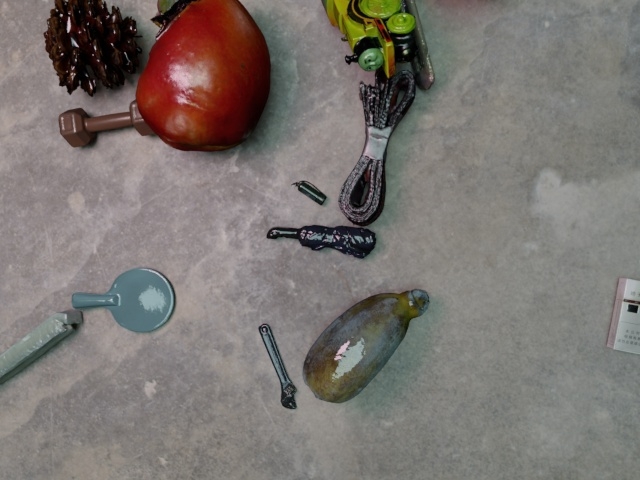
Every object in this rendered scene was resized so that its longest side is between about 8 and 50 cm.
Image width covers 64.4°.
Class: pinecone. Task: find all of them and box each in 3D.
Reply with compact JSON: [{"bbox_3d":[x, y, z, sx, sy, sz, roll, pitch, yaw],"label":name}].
[{"bbox_3d":[-0.500,-0.437,1.130,0.221,0.221,0.221,0,89,5],"label":"pinecone"}]

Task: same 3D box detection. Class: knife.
[{"bbox_3d":[0.192,-0.509,1.123,0.043,0.089,0.365,-13,90,-7],"label":"knife"}]

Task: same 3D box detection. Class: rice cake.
[{"bbox_3d":[-0.713,0.270,1.209,0.336,0.066,0.063,-33,86,3],"label":"rice cake"}]

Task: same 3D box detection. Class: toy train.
[{"bbox_3d":[0.101,-0.465,1.075,0.160,0.100,0.296,-19,59,1],"label":"toy train"}]

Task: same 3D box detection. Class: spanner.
[{"bbox_3d":[-0.099,0.292,1.177,0.046,0.012,0.208,-22,87,6],"label":"spanner"}]

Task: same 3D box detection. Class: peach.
[{"bbox_3d":[-0.243,-0.360,1.071,0.281,0.281,0.338,2,94,5],"label":"peach"}]

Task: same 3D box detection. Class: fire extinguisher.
[{"bbox_3d":[-0.025,-0.115,1.169,0.083,0.025,0.038,33,55,5],"label":"fire extinguisher"}]

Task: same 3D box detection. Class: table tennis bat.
[{"bbox_3d":[-0.466,0.141,1.202,0.244,0.040,0.153,-1,88,1],"label":"table tennis bat"}]

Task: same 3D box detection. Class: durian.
[{"bbox_3d":[-0.310,-0.535,1.178,0.108,0.119,0.186,31,79,42],"label":"durian"}]

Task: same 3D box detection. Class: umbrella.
[{"bbox_3d":[0.001,-0.008,1.143,0.248,0.071,0.071,9,90,4],"label":"umbrella"}]

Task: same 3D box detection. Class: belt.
[{"bbox_3d":[0.122,-0.207,1.121,0.126,0.094,0.359,11,91,5],"label":"belt"}]

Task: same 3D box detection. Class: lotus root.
[{"bbox_3d":[0.093,0.204,1.090,0.140,0.158,0.322,43,86,4],"label":"lotus root"}]

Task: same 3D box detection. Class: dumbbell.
[{"bbox_3d":[-0.488,-0.276,1.185,0.231,0.082,0.092,-7,88,5],"label":"dumbbell"}]

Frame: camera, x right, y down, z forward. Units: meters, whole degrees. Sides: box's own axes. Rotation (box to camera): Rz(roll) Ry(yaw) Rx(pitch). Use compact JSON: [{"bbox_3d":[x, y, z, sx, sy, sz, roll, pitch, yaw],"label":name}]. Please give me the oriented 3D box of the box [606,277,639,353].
[{"bbox_3d":[0.676,0.163,1.091,0.084,0.040,0.154,10,91,6],"label":"box"}]
